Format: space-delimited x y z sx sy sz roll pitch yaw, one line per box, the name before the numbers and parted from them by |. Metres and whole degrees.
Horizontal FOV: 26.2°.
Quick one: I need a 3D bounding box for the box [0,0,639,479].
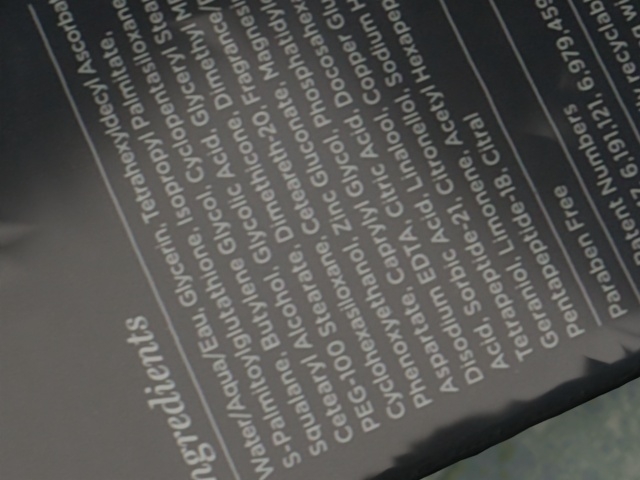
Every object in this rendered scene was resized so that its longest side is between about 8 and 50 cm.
box | 0.000 0.000 0.567 0.395 0.293 0.212 -24 81 -7
